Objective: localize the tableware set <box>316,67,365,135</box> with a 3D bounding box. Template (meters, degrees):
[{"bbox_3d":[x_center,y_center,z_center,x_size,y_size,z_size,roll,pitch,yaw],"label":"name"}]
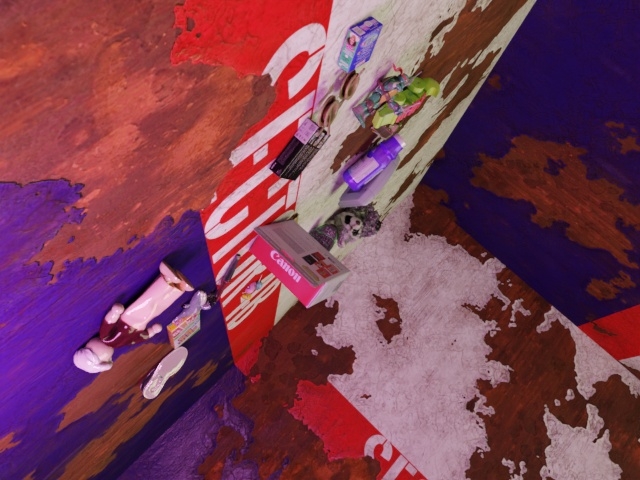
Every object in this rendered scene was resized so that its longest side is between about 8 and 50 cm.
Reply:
[{"bbox_3d":[0.056,-0.373,1.247,0.194,0.039,0.128,-55,167,-20],"label":"tableware set"}]

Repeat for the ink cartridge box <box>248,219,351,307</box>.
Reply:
[{"bbox_3d":[-0.091,0.079,1.682,0.130,0.309,0.272,-55,161,24],"label":"ink cartridge box"}]

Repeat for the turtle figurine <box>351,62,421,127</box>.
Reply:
[{"bbox_3d":[0.214,-0.455,1.493,0.234,0.118,0.175,-34,157,11],"label":"turtle figurine"}]

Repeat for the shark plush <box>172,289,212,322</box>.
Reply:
[{"bbox_3d":[-0.450,0.221,1.613,0.161,0.073,0.067,-29,155,17],"label":"shark plush"}]

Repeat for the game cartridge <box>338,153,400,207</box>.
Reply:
[{"bbox_3d":[0.213,-0.260,2.021,0.297,0.062,0.198,-53,-151,-19],"label":"game cartridge"}]

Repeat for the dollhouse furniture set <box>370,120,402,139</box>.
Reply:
[{"bbox_3d":[0.253,-0.430,1.845,0.152,0.076,0.058,-40,169,-36],"label":"dollhouse furniture set"}]

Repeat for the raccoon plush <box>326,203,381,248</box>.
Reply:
[{"bbox_3d":[0.136,-0.031,2.550,0.299,0.216,0.446,-32,164,-28],"label":"raccoon plush"}]

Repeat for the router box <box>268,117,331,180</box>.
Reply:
[{"bbox_3d":[-0.056,-0.255,1.347,0.179,0.046,0.133,-50,169,12],"label":"router box"}]

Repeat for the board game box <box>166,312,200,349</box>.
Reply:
[{"bbox_3d":[-0.507,0.329,1.758,0.124,0.039,0.259,-41,170,-28],"label":"board game box"}]

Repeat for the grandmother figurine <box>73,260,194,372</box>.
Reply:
[{"bbox_3d":[-0.493,0.212,1.234,0.342,0.104,0.207,-43,142,-6],"label":"grandmother figurine"}]

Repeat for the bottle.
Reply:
[{"bbox_3d":[0.221,-0.322,1.925,0.283,0.092,0.118,-39,-163,14],"label":"bottle"}]

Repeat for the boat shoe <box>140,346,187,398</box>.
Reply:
[{"bbox_3d":[-0.632,0.517,1.894,0.233,0.084,0.079,-51,-151,-15],"label":"boat shoe"}]

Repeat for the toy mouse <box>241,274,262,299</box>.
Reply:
[{"bbox_3d":[-0.303,0.218,2.147,0.143,0.031,0.161,-48,169,3],"label":"toy mouse"}]

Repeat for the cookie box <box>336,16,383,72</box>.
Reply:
[{"bbox_3d":[0.095,-0.476,1.149,0.092,0.040,0.107,-41,168,-31],"label":"cookie box"}]

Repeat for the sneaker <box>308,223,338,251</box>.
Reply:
[{"bbox_3d":[0.000,0.000,2.352,0.146,0.134,0.343,-48,-179,-34],"label":"sneaker"}]

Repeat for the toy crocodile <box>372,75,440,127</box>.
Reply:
[{"bbox_3d":[0.311,-0.502,1.724,0.341,0.105,0.115,-39,167,-33],"label":"toy crocodile"}]

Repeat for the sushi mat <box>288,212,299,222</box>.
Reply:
[{"bbox_3d":[-0.150,-0.004,1.971,0.151,0.019,0.316,-42,168,-18],"label":"sushi mat"}]

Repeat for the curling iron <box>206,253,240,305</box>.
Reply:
[{"bbox_3d":[-0.350,0.151,1.705,0.274,0.035,0.068,-52,168,28],"label":"curling iron"}]
